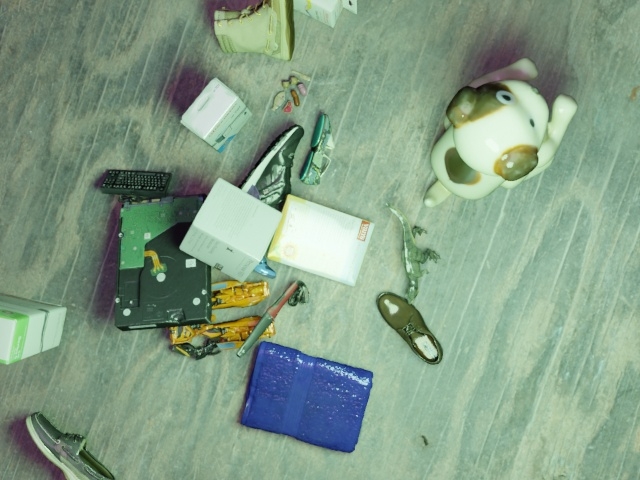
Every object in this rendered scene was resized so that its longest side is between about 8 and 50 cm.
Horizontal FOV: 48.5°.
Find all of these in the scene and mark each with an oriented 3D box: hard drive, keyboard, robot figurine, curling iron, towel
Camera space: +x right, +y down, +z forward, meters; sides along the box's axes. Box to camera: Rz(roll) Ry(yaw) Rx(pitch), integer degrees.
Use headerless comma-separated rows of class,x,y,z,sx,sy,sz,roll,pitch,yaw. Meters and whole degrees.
hard drive,-0.396,0.054,1.808,0.236,0.064,0.339,-6,69,4
keyboard,-0.485,-0.142,1.859,0.180,0.023,0.108,4,58,11
robot figurine,-0.270,0.195,1.833,0.290,0.085,0.211,-10,86,4
curling iron,-0.115,0.195,1.772,0.274,0.035,0.068,-45,111,-36
towel,-0.034,0.398,1.820,0.308,0.076,0.228,15,96,4

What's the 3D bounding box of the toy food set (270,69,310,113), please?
toy food set,-0.075,-0.386,1.873,0.077,0.019,0.122,24,90,5

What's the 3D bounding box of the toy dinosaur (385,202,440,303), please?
toy dinosaur,0.237,0.023,1.790,0.064,0.118,0.268,-4,103,45

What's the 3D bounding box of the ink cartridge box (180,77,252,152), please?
ink cartridge box,-0.260,-0.312,1.797,0.082,0.190,0.140,40,91,4

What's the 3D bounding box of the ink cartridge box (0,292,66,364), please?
ink cartridge box,-0.792,0.213,1.776,0.198,0.273,0.115,12,91,5

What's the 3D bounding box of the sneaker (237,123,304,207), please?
sneaker,-0.114,-0.165,1.843,0.124,0.107,0.283,37,92,-13

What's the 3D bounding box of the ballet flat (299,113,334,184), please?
ballet flat,0.002,-0.232,1.848,0.070,0.070,0.189,19,91,5

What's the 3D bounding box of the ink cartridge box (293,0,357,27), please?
ink cartridge box,-0.007,-0.618,1.828,0.198,0.115,0.067,26,89,5

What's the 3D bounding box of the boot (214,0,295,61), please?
boot,-0.171,-0.574,1.787,0.203,0.262,0.095,7,54,7

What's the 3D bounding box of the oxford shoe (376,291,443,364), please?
oxford shoe,0.230,0.218,1.792,0.083,0.096,0.227,-45,84,3

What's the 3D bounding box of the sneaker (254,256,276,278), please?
sneaker,-0.167,0.043,1.848,0.144,0.053,0.059,39,89,3

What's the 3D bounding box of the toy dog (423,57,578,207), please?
toy dog,0.385,-0.248,1.641,0.395,0.408,0.285,-32,86,2

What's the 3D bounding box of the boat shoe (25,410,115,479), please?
boat shoe,-0.643,0.546,1.843,0.092,0.103,0.285,-40,90,-3

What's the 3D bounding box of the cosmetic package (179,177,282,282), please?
cosmetic package,-0.218,-0.022,1.735,0.183,0.151,0.152,30,58,-9

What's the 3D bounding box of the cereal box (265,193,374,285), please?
cereal box,0.000,0.000,1.814,0.240,0.047,0.173,19,90,-11
